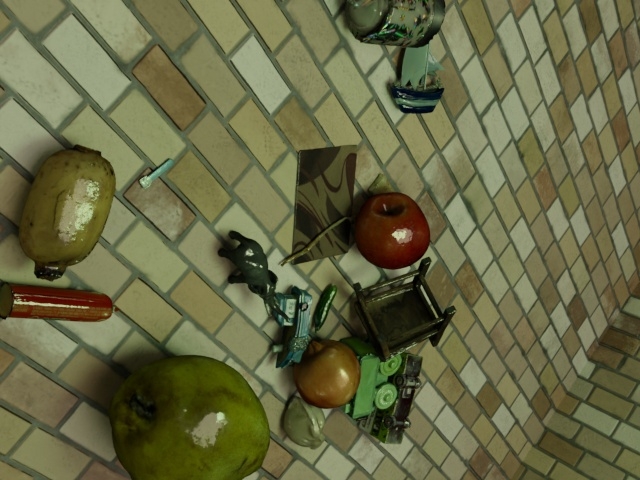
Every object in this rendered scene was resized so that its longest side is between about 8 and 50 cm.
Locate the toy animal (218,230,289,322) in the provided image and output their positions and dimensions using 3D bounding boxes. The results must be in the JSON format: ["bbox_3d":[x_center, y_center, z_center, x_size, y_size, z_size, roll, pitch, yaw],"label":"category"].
[{"bbox_3d":[-0.172,0.092,1.833,0.082,0.137,0.269,-40,121,-27],"label":"toy animal"}]

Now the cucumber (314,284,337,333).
[{"bbox_3d":[0.008,0.200,2.109,0.037,0.037,0.155,21,90,-45],"label":"cucumber"}]

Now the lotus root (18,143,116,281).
[{"bbox_3d":[-0.516,-0.054,1.455,0.160,0.146,0.284,17,89,-25],"label":"lotus root"}]

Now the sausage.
[{"bbox_3d":[-0.552,0.138,1.545,0.264,0.083,0.083,11,99,-45],"label":"sausage"}]

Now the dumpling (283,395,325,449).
[{"bbox_3d":[-0.039,0.553,2.146,0.118,0.136,0.199,-39,140,-33],"label":"dumpling"}]

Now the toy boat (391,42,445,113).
[{"bbox_3d":[0.304,-0.496,2.072,0.210,0.070,0.291,22,89,-47],"label":"toy boat"}]

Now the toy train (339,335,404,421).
[{"bbox_3d":[0.141,0.419,2.243,0.188,0.159,0.271,-4,111,-32],"label":"toy train"}]

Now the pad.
[{"bbox_3d":[0.012,-0.100,2.010,0.220,0.004,0.330,-12,115,-39],"label":"pad"}]

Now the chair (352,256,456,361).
[{"bbox_3d":[0.236,0.236,2.166,0.240,0.203,0.416,-23,159,-8],"label":"chair"}]

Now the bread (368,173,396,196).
[{"bbox_3d":[0.199,-0.129,2.153,0.068,0.028,0.153,-50,131,-12],"label":"bread"}]

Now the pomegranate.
[{"bbox_3d":[0.017,0.389,2.083,0.209,0.209,0.209,-18,118,-37],"label":"pomegranate"}]

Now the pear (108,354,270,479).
[{"bbox_3d":[-0.313,0.443,1.716,0.352,0.352,0.413,-52,129,-13],"label":"pear"}]

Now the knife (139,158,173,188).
[{"bbox_3d":[-0.373,-0.155,1.635,0.096,0.010,0.027,-44,131,-23],"label":"knife"}]

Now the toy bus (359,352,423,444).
[{"bbox_3d":[0.240,0.515,2.384,0.113,0.139,0.301,19,86,-45],"label":"toy bus"}]

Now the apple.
[{"bbox_3d":[0.205,-0.026,2.066,0.218,0.218,0.201,-35,141,-27],"label":"apple"}]

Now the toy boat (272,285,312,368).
[{"bbox_3d":[-0.091,0.248,2.000,0.098,0.109,0.238,3,103,-22],"label":"toy boat"}]

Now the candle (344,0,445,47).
[{"bbox_3d":[0.158,-0.587,1.816,0.330,0.187,0.187,-8,112,-39],"label":"candle"}]

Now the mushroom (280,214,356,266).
[{"bbox_3d":[-0.004,-0.005,2.019,0.286,0.028,0.026,-32,168,-28],"label":"mushroom"}]
